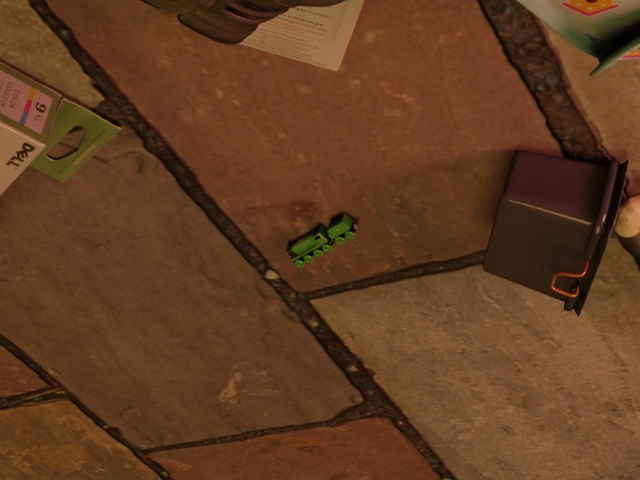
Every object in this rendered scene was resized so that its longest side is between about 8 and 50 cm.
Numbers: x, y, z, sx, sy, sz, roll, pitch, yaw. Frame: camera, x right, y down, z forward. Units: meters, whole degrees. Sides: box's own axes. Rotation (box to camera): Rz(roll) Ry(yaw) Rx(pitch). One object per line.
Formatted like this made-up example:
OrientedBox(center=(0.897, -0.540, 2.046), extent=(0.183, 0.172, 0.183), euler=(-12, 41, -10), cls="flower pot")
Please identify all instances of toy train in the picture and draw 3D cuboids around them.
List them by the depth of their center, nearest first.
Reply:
OrientedBox(center=(0.000, 0.000, 1.230), extent=(0.024, 0.017, 0.083), euler=(41, 133, -22), cls="toy train")

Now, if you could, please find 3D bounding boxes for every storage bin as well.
OrientedBox(center=(0.186, -0.007, 1.131), extent=(0.091, 0.098, 0.135), euler=(15, 144, 8), cls="storage bin")

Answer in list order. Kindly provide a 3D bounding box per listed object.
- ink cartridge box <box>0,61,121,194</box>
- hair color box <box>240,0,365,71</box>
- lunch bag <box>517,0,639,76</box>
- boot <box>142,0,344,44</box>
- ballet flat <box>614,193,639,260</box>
OrientedBox(center=(-0.282, -0.093, 1.122), extent=(0.209, 0.062, 0.109), euler=(28, 139, -25), cls="ink cartridge box")
OrientedBox(center=(-0.007, -0.198, 0.940), extent=(0.093, 0.053, 0.167), euler=(15, 144, -7), cls="hair color box")
OrientedBox(center=(0.221, -0.207, 0.805), extent=(0.223, 0.160, 0.262), euler=(-22, 145, 29), cls="lunch bag")
OrientedBox(center=(-0.084, -0.190, 0.822), extent=(0.161, 0.083, 0.246), euler=(-13, 150, 38), cls="boot")
OrientedBox(center=(0.300, 0.014, 1.154), extent=(0.057, 0.049, 0.173), euler=(-42, 129, 12), cls="ballet flat")
